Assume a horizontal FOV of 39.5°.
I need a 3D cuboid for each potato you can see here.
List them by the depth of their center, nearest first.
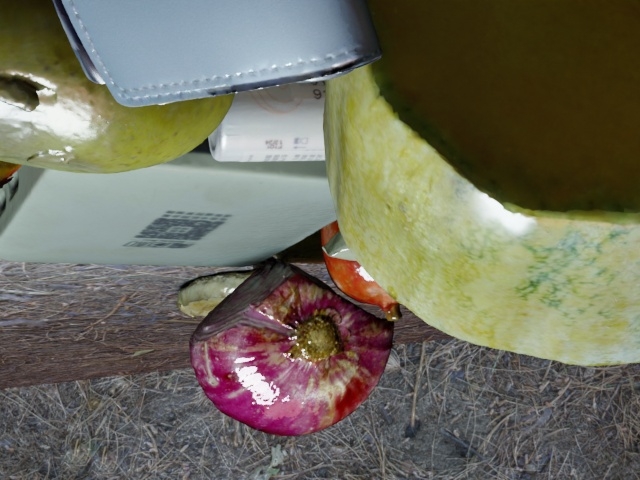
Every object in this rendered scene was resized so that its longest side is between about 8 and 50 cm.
[{"bbox_3d":[-0.159,-0.117,0.569,0.272,0.160,0.111,11,-171,-41],"label":"potato"}]

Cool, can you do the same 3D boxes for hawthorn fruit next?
[{"bbox_3d":[0.087,0.010,1.172,0.169,0.188,0.169,-17,164,-5],"label":"hawthorn fruit"}]

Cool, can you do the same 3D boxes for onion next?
[{"bbox_3d":[-0.044,0.155,1.234,0.256,0.230,0.272,29,170,5],"label":"onion"}]

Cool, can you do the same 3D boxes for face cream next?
[{"bbox_3d":[0.028,-0.118,0.864,0.269,0.081,0.082,-3,165,-16],"label":"face cream"}]

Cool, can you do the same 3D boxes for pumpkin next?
[{"bbox_3d":[0.147,-0.104,0.512,0.333,0.332,0.199,-9,160,10],"label":"pumpkin"}]

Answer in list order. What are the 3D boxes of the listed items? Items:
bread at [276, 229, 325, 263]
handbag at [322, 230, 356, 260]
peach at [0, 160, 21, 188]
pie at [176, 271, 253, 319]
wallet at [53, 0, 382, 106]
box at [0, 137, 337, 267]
[{"bbox_3d":[0.000,0.000,1.342,0.156,0.064,0.117,5,164,-26],"label":"bread"},{"bbox_3d":[0.182,-0.056,0.940,0.316,0.109,0.253,-21,-173,22],"label":"handbag"},{"bbox_3d":[-0.335,-0.094,0.789,0.093,0.127,0.172,-18,-172,15],"label":"peach"},{"bbox_3d":[-0.147,0.110,1.731,0.274,0.055,0.274,-5,166,-1],"label":"pie"},{"bbox_3d":[-0.073,-0.174,0.405,0.170,0.231,0.069,-6,-152,27],"label":"wallet"},{"bbox_3d":[-0.170,-0.050,1.035,0.367,0.090,0.373,4,164,-30],"label":"box"}]
